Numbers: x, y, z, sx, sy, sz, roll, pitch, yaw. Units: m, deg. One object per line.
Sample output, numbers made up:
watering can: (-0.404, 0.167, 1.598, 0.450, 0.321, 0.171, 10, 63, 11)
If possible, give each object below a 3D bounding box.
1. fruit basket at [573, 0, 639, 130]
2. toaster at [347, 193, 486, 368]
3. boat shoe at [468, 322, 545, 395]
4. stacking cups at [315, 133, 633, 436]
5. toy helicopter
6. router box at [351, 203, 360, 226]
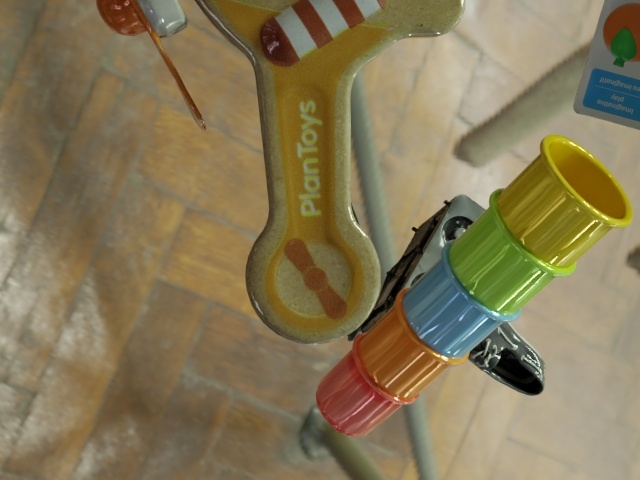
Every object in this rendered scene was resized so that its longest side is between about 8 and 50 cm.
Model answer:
fruit basket: (0.438, -0.247, 1.354, 0.165, 0.327, 0.353, 11, 96, -79)
toaster: (0.134, 0.056, 1.670, 0.110, 0.186, 0.168, 33, 72, -4)
boat shoe: (0.235, 0.145, 1.982, 0.206, 0.065, 0.075, 36, 113, -30)
stacking cups: (0.110, 0.052, 1.193, 0.096, 0.096, 0.316, 16, 128, -43)
toy helicopter: (-0.029, -0.114, 0.880, 0.235, 0.140, 0.355, -3, 92, -6)
router box: (0.000, 0.000, 1.359, 0.038, 0.122, 0.092, -1, 144, -27)
